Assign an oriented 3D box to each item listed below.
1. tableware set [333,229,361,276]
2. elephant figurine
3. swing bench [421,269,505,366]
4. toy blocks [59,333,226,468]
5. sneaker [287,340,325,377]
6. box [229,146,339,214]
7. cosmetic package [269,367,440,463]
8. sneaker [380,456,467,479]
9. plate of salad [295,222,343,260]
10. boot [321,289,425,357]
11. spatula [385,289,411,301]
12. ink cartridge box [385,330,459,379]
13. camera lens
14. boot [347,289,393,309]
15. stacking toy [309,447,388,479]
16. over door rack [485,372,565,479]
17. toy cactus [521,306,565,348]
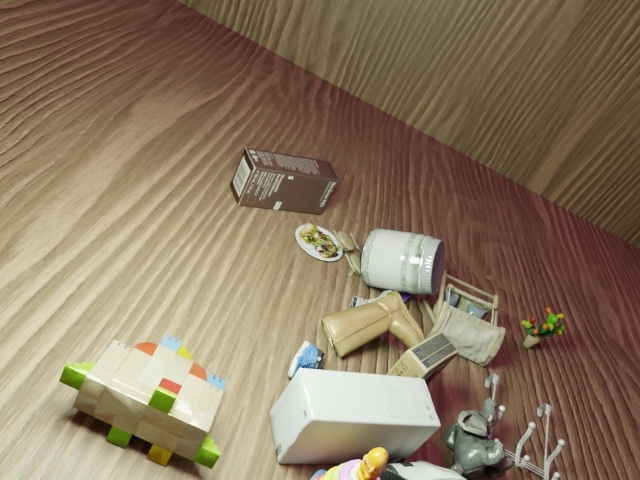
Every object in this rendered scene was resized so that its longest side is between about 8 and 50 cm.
[{"bbox_3d":[0.111,0.052,2.140,0.128,0.039,0.194,7,51,-54],"label":"tableware set"},{"bbox_3d":[0.446,0.573,1.646,0.186,0.169,0.240,40,24,-37],"label":"elephant figurine"},{"bbox_3d":[0.522,0.286,2.052,0.253,0.165,0.255,24,35,-10],"label":"swing bench"},{"bbox_3d":[-0.379,0.338,1.327,0.381,0.191,0.261,27,22,-6],"label":"toy blocks"},{"bbox_3d":[-0.035,0.359,1.632,0.084,0.058,0.152,25,27,8],"label":"sneaker"},{"bbox_3d":[-0.139,-0.225,2.194,0.381,0.191,0.143,3,43,-33],"label":"box"},{"bbox_3d":[0.086,0.463,1.453,0.384,0.217,0.156,14,37,-26],"label":"cosmetic package"},{"bbox_3d":[0.224,0.630,1.441,0.330,0.123,0.146,10,2,-3],"label":"sneaker"},{"bbox_3d":[0.000,0.000,2.132,0.199,0.048,0.200,21,34,-15],"label":"plate of salad"},{"bbox_3d":[0.169,0.304,1.773,0.269,0.089,0.236,-22,67,-19],"label":"boot"},{"bbox_3d":[0.356,0.176,2.188,0.084,0.030,0.296,43,36,22],"label":"spatula"},{"bbox_3d":[0.279,0.395,1.666,0.193,0.235,0.088,-15,54,-46],"label":"ink cartridge box"},{"bbox_3d":[0.294,0.077,2.033,0.274,0.220,0.219,9,26,25],"label":"camera lens"},{"bbox_3d":[0.169,0.223,1.926,0.123,0.095,0.258,39,35,0],"label":"boot"},{"bbox_3d":[0.073,0.552,1.246,0.165,0.302,0.175,39,34,13],"label":"stacking toy"},{"bbox_3d":[0.657,0.590,1.814,0.239,0.108,0.324,30,34,-1],"label":"over door rack"},{"bbox_3d":[0.861,0.351,2.208,0.218,0.181,0.112,1,43,-37],"label":"toy cactus"}]
